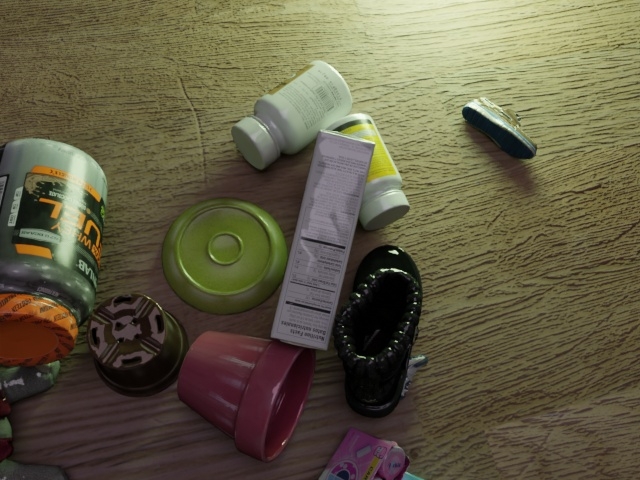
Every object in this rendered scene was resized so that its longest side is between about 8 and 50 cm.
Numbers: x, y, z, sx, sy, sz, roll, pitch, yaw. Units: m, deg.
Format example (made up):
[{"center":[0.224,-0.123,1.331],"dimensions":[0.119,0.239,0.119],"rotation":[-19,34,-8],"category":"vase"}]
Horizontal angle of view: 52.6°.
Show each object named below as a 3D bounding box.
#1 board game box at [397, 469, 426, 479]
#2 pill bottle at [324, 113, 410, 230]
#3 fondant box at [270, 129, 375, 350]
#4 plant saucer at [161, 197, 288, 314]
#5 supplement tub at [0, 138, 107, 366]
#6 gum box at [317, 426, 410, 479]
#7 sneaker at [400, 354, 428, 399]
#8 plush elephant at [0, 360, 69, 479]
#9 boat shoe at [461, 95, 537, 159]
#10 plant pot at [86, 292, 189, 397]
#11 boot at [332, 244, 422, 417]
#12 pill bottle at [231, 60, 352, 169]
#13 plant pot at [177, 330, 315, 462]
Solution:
[{"center":[0.184,0.580,1.035],"dimensions":[0.254,0.079,0.336],"rotation":[22,68,2],"category":"board game box"},{"center":[0.088,-0.133,1.277],"dimensions":[0.119,0.119,0.208],"rotation":[-19,72,-14],"category":"pill bottle"},{"center":[0.000,0.000,1.098],"dimensions":[0.096,0.238,0.330],"rotation":[14,89,-2],"category":"fondant box"},{"center":[-0.181,0.021,1.230],"dimensions":[0.241,0.037,0.240],"rotation":[2,69,-5],"category":"plant saucer"},{"center":[-0.464,0.016,1.049],"dimensions":[0.207,0.207,0.337],"rotation":[-3,53,-8],"category":"supplement tub"},{"center":[0.056,0.406,1.064],"dimensions":[0.062,0.107,0.188],"rotation":[47,66,-28],"category":"gum box"},{"center":[0.142,0.256,1.177],"dimensions":[0.135,0.052,0.058],"rotation":[-30,85,-9],"category":"sneaker"},{"center":[-0.566,0.280,0.965],"dimensions":[0.330,0.255,0.271],"rotation":[-2,69,-8],"category":"plush elephant"},{"center":[0.395,-0.248,1.386],"dimensions":[0.183,0.066,0.066],"rotation":[41,69,9],"category":"boat shoe"},{"center":[-0.310,0.169,1.088],"dimensions":[0.167,0.165,0.166],"rotation":[3,69,-7],"category":"plant pot"},{"center":[0.105,0.102,1.085],"dimensions":[0.131,0.260,0.347],"rotation":[1,55,9],"category":"boot"},{"center":[-0.059,-0.247,1.296],"dimensions":[0.229,0.131,0.131],"rotation":[-40,78,-19],"category":"pill bottle"},{"center":[-0.128,0.239,1.079],"dimensions":[0.180,0.201,0.201],"rotation":[18,67,16],"category":"plant pot"}]
